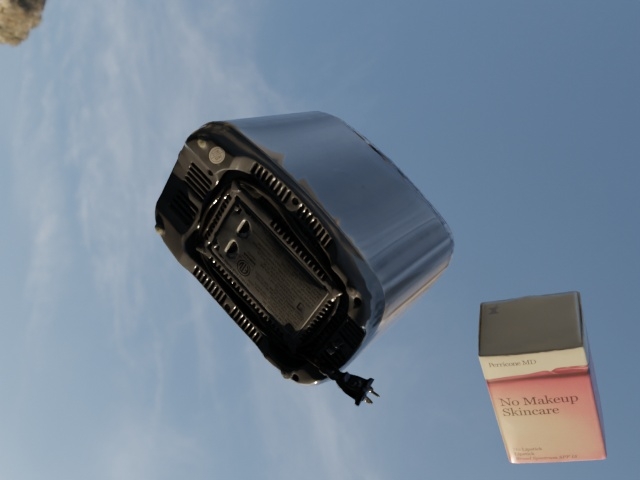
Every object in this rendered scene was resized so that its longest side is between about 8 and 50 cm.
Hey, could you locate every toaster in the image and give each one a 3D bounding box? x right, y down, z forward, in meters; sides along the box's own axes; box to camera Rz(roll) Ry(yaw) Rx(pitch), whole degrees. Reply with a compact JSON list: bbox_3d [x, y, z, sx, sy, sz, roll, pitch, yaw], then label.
[{"bbox_3d":[0.000,0.000,0.539,0.227,0.146,0.129,45,-51,15],"label":"toaster"}]

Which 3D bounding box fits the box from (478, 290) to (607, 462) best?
[{"bbox_3d":[0.335,0.209,1.087,0.149,0.232,0.126,-10,-149,21],"label":"box"}]
